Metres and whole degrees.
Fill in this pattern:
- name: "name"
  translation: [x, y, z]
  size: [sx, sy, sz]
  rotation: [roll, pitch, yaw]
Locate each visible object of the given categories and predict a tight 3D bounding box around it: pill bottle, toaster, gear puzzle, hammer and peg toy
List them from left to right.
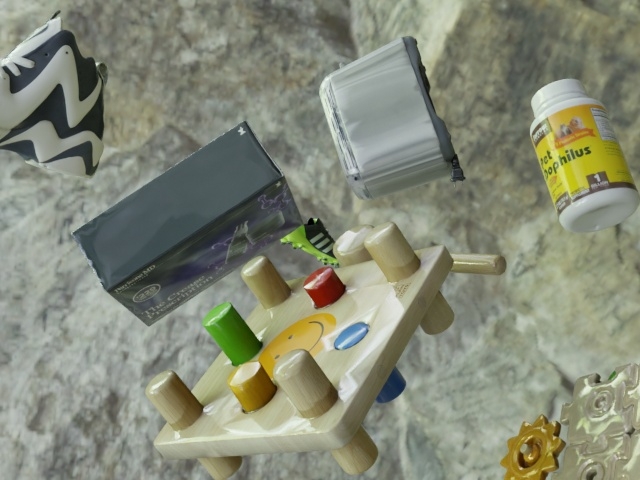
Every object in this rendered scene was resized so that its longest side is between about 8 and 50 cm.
- name: "hammer and peg toy"
  translation: [0.011, 0.074, 0.961]
  size: [0.127, 0.265, 0.361]
  rotation: [56, -133, -20]
- name: "toaster"
  translation: [0.093, -0.150, 1.279]
  size: [0.146, 0.129, 0.227]
  rotation: [-20, -106, 9]
- name: "pill bottle"
  translation: [0.382, -0.128, 1.407]
  size: [0.117, 0.117, 0.215]
  rotation: [-1, -117, -23]
- name: "gear puzzle"
  translation: [0.300, 0.195, 0.902]
  size: [0.044, 0.339, 0.176]
  rotation: [36, -128, -22]

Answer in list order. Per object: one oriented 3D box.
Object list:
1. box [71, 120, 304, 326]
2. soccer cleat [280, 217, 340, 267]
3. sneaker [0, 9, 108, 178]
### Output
- name: "box"
  translation: [-0.165, -0.016, 1.251]
  size: [0.261, 0.184, 0.103]
  rotation: [-34, -112, -4]
- name: "soccer cleat"
  translation: [0.000, 0.000, 1.817]
  size: [0.178, 0.060, 0.072]
  rotation: [27, -105, -34]
- name: "sneaker"
  translation: [-0.306, -0.160, 0.913]
  size: [0.234, 0.153, 0.094]
  rotation: [17, 176, -32]
